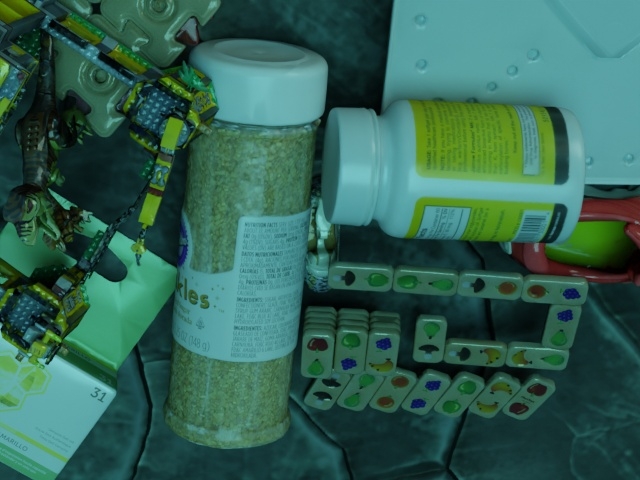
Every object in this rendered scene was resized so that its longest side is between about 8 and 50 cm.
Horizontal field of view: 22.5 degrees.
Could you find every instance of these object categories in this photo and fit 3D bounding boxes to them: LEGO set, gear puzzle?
[{"bbox_3d":[-0.251,-0.048,1.281,0.255,0.192,0.331,43,110,-2],"label":"LEGO set"},{"bbox_3d":[-0.132,-0.263,1.344,0.175,0.044,0.339,43,104,2],"label":"gear puzzle"}]

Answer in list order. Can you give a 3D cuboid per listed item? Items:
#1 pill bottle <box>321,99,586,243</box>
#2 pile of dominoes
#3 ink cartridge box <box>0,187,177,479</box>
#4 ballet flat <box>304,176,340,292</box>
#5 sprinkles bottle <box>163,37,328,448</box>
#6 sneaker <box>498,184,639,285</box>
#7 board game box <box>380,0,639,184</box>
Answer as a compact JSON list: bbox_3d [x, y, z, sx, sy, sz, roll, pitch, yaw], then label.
[{"bbox_3d":[0.111,-0.060,1.370,0.208,0.119,0.119,3,109,-9],"label":"pill bottle"},{"bbox_3d":[0.108,0.108,1.478,0.251,0.040,0.196,4,133,0],"label":"pile of dominoes"},{"bbox_3d":[-0.256,0.089,1.471,0.171,0.056,0.235,33,105,-16],"label":"ink cartridge box"},{"bbox_3d":[0.000,0.000,1.478,0.041,0.041,0.114,-2,110,-7],"label":"ballet flat"},{"bbox_3d":[-0.069,0.005,1.427,0.121,0.121,0.355,3,109,-8],"label":"sprinkles bottle"},{"bbox_3d":[0.304,0.006,1.477,0.279,0.118,0.107,-3,112,-6],"label":"sneaker"},{"bbox_3d":[0.254,-0.228,1.382,0.390,0.050,0.390,1,122,-7],"label":"board game box"}]
